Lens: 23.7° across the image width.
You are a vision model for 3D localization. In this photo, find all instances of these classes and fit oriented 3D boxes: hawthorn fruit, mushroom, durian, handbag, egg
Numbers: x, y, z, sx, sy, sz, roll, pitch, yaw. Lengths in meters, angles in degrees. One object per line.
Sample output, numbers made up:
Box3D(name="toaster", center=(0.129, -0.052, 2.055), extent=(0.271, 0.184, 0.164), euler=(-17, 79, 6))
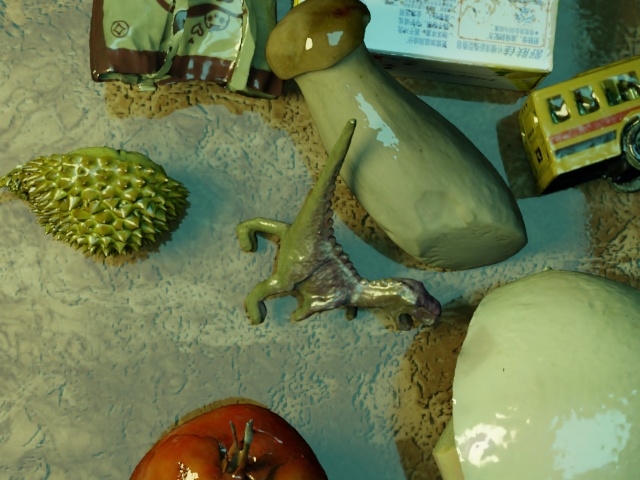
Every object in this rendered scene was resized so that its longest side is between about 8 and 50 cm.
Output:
Box3D(name="hawthorn fruit", center=(-0.081, 0.244, 1.393), extent=(0.211, 0.299, 0.211), euler=(6, 57, -9))
Box3D(name="mushroom", center=(0.078, -0.088, 1.477), extent=(0.128, 0.128, 0.350), euler=(-42, 115, -6))
Box3D(name="durian", center=(-0.235, -0.038, 1.470), extent=(0.208, 0.146, 0.102), euler=(7, 73, 2))
Box3D(name="handbag", center=(-0.128, -0.260, 1.502), extent=(0.213, 0.127, 0.235), euler=(4, 73, -26))
Box3D(name="egg", center=(0.281, 0.166, 1.392), extent=(0.201, 0.337, 0.337), euler=(-21, 86, 35))

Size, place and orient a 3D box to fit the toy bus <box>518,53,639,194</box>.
Box3D(name="toy bus", center=(0.372, -0.137, 1.537), extent=(0.336, 0.121, 0.123), euler=(-18, 80, -4))

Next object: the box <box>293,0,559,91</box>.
Box3D(name="box", center=(0.104, -0.251, 1.535), extent=(0.265, 0.097, 0.168), euler=(5, 85, -3))

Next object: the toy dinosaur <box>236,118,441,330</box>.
Box3D(name="toy dinosaur", center=(0.002, -0.002, 1.476), extent=(0.200, 0.072, 0.251), euler=(-11, 116, 28))

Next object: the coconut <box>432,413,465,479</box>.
Box3D(name="coconut", center=(0.171, 0.210, 1.496), extent=(0.116, 0.116, 0.122), euler=(-25, 91, -6))
